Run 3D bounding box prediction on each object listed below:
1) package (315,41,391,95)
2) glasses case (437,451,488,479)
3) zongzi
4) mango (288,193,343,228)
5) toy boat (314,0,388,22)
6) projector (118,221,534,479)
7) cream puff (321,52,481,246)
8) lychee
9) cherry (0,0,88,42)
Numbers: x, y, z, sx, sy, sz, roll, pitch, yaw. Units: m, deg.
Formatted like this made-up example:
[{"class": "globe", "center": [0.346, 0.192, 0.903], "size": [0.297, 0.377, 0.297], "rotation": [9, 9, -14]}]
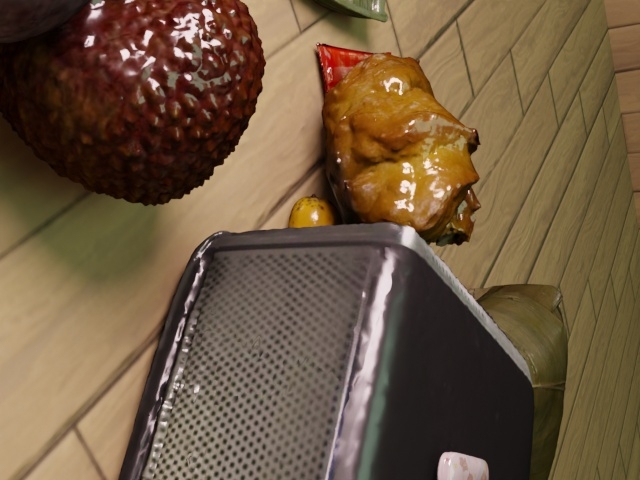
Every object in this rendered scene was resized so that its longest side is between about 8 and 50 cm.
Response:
[{"class": "package", "center": [0.052, -0.206, 1.030], "size": [0.200, 0.022, 0.083], "rotation": [-15, 100, -58]}, {"class": "glasses case", "center": [0.114, 0.187, 0.639], "size": [0.083, 0.021, 0.032], "rotation": [32, 63, -53]}, {"class": "zongzi", "center": [0.243, 0.275, 1.168], "size": [0.447, 0.181, 0.418], "rotation": [-17, 103, -56]}, {"class": "mango", "center": [0.000, 0.000, 0.895], "size": [0.079, 0.057, 0.114], "rotation": [-73, 150, -45]}, {"class": "toy boat", "center": [-0.008, -0.330, 0.911], "size": [0.293, 0.055, 0.093], "rotation": [18, 73, -58]}, {"class": "projector", "center": [0.020, 0.244, 0.733], "size": [0.395, 0.242, 0.405], "rotation": [44, 52, -50]}, {"class": "cream puff", "center": [0.079, -0.077, 0.881], "size": [0.269, 0.155, 0.241], "rotation": [-121, -167, -59]}, {"class": "lychee", "center": [-0.130, -0.118, 0.574], "size": [0.194, 0.194, 0.194], "rotation": [8, 80, -58]}, {"class": "cherry", "center": [-0.209, -0.204, 0.425], "size": [0.213, 0.183, 0.266], "rotation": [23, 32, -14]}]
